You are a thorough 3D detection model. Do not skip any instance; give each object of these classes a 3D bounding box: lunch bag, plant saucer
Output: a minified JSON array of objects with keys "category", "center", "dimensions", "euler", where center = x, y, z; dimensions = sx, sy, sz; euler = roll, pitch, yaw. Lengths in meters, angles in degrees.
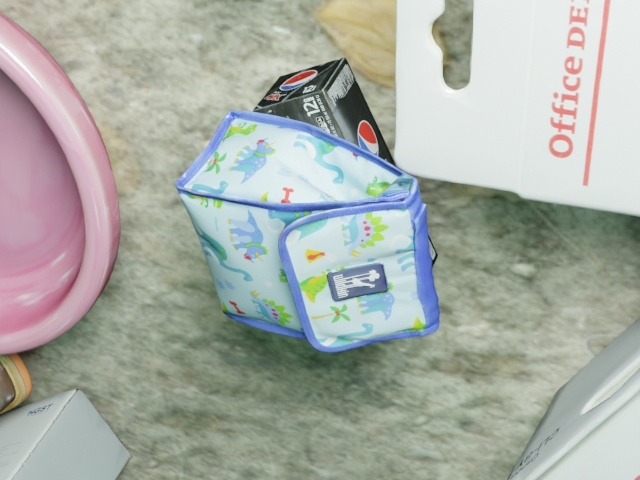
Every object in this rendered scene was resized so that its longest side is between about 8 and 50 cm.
[{"category":"lunch bag","center":[0.000,0.000,0.786],"dimensions":[0.151,0.096,0.129],"euler":[12,141,24]},{"category":"plant saucer","center":[-0.298,-0.064,0.952],"dimensions":[0.332,0.084,0.332],"euler":[11,126,16]}]

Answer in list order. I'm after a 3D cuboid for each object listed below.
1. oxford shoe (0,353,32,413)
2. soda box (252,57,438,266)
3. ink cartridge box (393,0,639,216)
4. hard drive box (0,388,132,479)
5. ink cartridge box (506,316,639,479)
[{"category":"oxford shoe","center":[-0.421,0.158,1.123],"dimensions":[0.363,0.133,0.130],"euler":[-13,117,29]},{"category":"soda box","center":[0.020,-0.038,0.860],"dimensions":[0.060,0.053,0.169],"euler":[-12,117,30]},{"category":"ink cartridge box","center":[0.224,-0.119,0.678],"dimensions":[0.353,0.119,0.207],"euler":[10,127,15]},{"category":"hard drive box","center":[-0.299,0.252,1.077],"dimensions":[0.181,0.232,0.089],"euler":[-21,114,33]},{"category":"ink cartridge box","center":[0.352,0.185,0.786],"dimensions":[0.384,0.160,0.279],"euler":[39,128,2]}]
